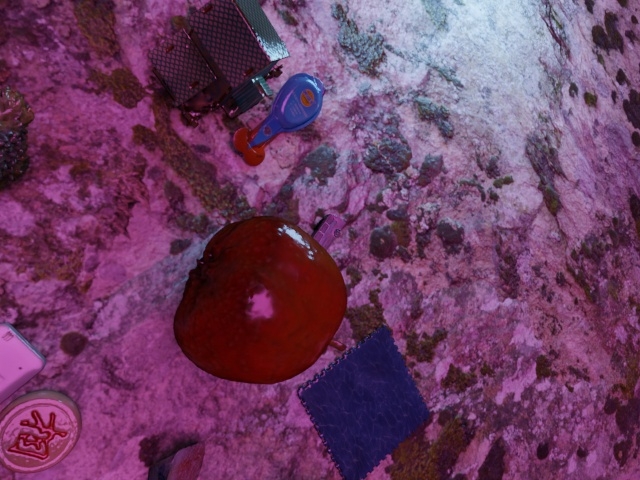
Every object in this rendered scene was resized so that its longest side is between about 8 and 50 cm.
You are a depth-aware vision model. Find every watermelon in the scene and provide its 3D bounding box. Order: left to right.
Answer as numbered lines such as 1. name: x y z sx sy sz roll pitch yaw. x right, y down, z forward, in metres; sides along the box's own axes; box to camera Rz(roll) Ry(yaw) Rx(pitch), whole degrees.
1. watermelon: -0.259 0.429 0.778 0.094 0.081 0.180 25 91 -40

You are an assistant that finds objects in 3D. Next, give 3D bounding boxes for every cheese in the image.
1. cheese: -0.080 -0.257 0.929 0.256 0.037 0.106 -45 126 -17

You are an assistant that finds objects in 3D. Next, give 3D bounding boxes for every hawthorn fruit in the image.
1. hawthorn fruit: -0.077 0.122 0.785 0.330 0.287 0.287 35 72 -26

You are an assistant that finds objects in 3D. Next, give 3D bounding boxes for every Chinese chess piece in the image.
1. Chinese chess piece: -0.444 0.299 0.699 0.122 0.051 0.122 2 84 -27

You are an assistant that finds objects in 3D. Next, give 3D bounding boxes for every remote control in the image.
1. remote control: -0.550 0.240 0.659 0.250 0.034 0.103 -44 105 -22

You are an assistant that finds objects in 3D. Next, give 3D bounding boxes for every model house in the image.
1. model house: -0.153 -0.334 0.808 0.271 0.206 0.178 -37 102 -25

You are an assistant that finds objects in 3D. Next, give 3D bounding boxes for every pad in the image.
1. pad: 0.107 0.367 0.997 0.269 0.012 0.269 -33 101 -25

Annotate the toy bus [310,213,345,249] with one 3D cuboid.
1. toy bus: 0.000 0.000 0.957 0.052 0.037 0.130 40 71 -14

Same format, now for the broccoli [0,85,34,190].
1. broccoli: -0.550 -0.164 0.591 0.288 0.235 0.259 43 65 -57
